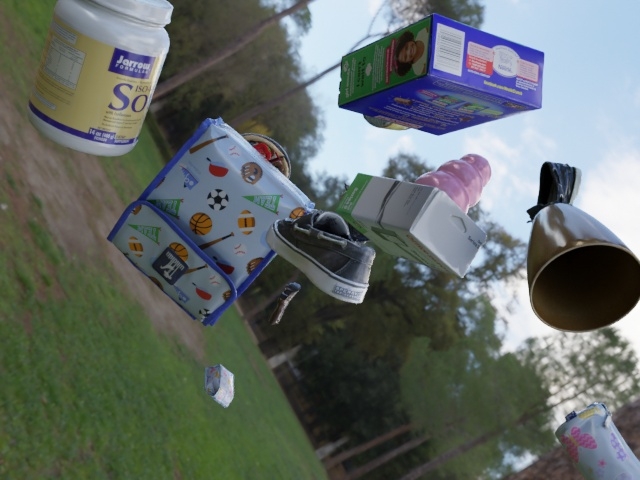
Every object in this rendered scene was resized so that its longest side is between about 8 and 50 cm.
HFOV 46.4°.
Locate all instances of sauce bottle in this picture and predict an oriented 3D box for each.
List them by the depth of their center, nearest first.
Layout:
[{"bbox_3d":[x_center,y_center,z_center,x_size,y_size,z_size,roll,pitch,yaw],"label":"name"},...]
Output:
[{"bbox_3d":[0.232,-0.380,2.224,0.111,0.111,0.344,60,24,11],"label":"sauce bottle"}]

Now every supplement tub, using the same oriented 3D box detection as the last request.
[{"bbox_3d":[-0.461,-0.372,1.576,0.241,0.331,0.241,21,21,-9],"label":"supplement tub"}]

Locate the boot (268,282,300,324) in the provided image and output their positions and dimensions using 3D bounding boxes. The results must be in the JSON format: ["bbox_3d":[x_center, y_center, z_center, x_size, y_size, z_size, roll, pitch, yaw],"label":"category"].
[{"bbox_3d":[-0.106,0.186,2.172,0.037,0.106,0.114,33,-52,16],"label":"boot"}]

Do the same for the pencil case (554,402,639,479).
[{"bbox_3d":[0.603,0.469,1.527,0.273,0.124,0.113,59,11,25],"label":"pencil case"}]

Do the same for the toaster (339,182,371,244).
[{"bbox_3d":[0.147,-0.082,2.236,0.110,0.168,0.186,175,-91,-76],"label":"toaster"}]

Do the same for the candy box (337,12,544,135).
[{"bbox_3d":[0.225,-0.309,1.454,0.317,0.268,0.122,-6,-103,61],"label":"candy box"}]

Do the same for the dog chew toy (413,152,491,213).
[{"bbox_3d":[0.453,-0.178,2.526,0.206,0.332,0.207,41,-26,24],"label":"dog chew toy"}]

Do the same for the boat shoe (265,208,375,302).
[{"bbox_3d":[0.000,0.000,1.192,0.108,0.102,0.301,17,9,-24],"label":"boat shoe"}]

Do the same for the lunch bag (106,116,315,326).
[{"bbox_3d":[-0.253,-0.035,1.713,0.328,0.385,0.239,43,8,-4],"label":"lunch bag"}]

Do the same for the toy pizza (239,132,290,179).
[{"bbox_3d":[-0.182,-0.197,2.027,0.032,0.201,0.201,-81,151,-54],"label":"toy pizza"}]

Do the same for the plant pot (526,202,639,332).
[{"bbox_3d":[0.551,0.031,1.645,0.254,0.237,0.237,-90,158,-55],"label":"plant pot"}]

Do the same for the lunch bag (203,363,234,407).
[{"bbox_3d":[-0.240,0.344,1.760,0.071,0.053,0.083,51,26,-51],"label":"lunch bag"}]

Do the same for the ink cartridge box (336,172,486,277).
[{"bbox_3d":[0.206,-0.040,1.733,0.211,0.122,0.289,38,-10,-32],"label":"ink cartridge box"}]

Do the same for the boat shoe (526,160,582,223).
[{"bbox_3d":[0.602,-0.074,1.978,0.113,0.340,0.127,25,-23,-7],"label":"boat shoe"}]
